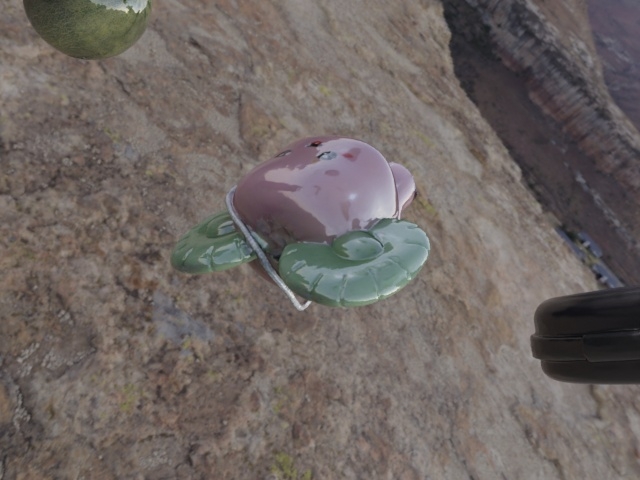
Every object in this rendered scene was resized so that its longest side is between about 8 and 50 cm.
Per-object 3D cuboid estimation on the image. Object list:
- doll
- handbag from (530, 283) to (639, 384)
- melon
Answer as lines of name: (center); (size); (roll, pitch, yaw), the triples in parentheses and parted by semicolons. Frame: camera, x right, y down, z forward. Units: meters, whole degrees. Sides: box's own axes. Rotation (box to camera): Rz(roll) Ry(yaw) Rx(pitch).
doll: (0.000, 0.000, 0.588); (0.268, 0.284, 0.216); (-37, 126, -46)
handbag: (0.362, 0.081, 0.513); (0.253, 0.308, 0.093); (1, 77, -36)
melon: (-0.216, -0.220, 0.484); (0.130, 0.098, 0.098); (10, 18, 31)
